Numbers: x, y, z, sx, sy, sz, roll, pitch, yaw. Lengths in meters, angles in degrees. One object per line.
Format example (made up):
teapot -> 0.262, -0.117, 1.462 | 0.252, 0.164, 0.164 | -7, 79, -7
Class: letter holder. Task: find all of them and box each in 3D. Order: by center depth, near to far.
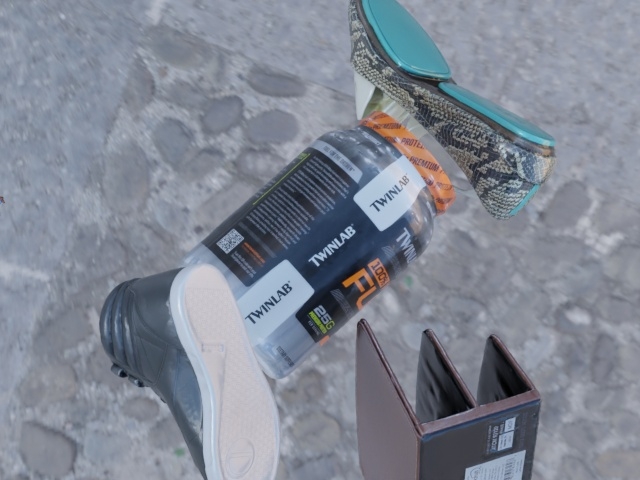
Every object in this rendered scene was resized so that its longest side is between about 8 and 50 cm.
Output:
letter holder -> 0.144, 0.239, 1.489 | 0.152, 0.214, 0.302 | -15, 133, -14

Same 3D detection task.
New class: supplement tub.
supplement tub -> 0.000, 0.000, 1.574 | 0.338, 0.207, 0.207 | -42, 112, -7

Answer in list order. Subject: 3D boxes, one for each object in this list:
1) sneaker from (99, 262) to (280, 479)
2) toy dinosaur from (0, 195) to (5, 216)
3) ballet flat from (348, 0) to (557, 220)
sneaker -> -0.140, 0.159, 1.288 | 0.104, 0.147, 0.295 | -33, 116, -44
toy dinosaur -> -0.446, -0.056, 1.611 | 0.047, 0.082, 0.090 | 10, 122, 1
ballet flat -> 0.156, -0.198, 1.834 | 0.164, 0.483, 0.182 | 5, 124, -45
